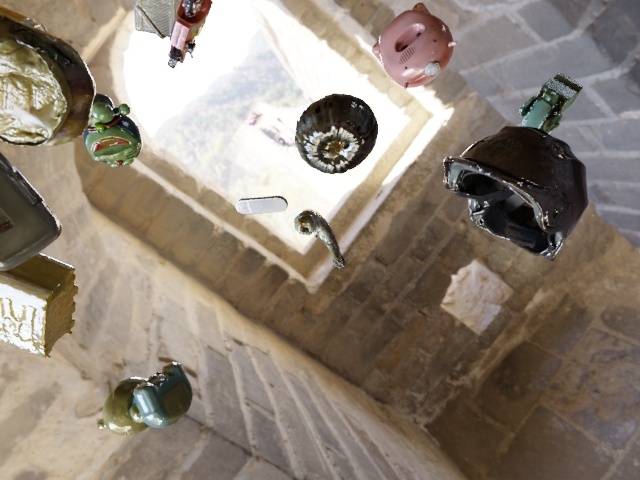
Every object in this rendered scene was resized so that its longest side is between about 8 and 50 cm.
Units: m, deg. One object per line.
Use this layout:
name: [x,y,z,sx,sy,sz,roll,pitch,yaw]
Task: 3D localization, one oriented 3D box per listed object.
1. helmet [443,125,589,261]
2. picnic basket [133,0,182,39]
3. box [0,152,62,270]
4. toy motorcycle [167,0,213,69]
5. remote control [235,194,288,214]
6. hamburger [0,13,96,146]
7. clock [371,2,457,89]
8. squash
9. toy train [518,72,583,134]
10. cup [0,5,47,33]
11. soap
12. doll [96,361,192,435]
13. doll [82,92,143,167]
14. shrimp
helmet: [0.371,-0.109,0.849,0.177,0.305,0.225,-48,46,-2]
picnic basket: [-0.550,-0.850,1.619,0.165,0.139,0.266,-86,8,-49]
box: [-0.595,-0.056,0.859,0.148,0.210,0.129,-41,18,-23]
toy motorcycle: [-0.416,-0.681,1.484,0.298,0.089,0.171,-46,27,48]
remote control: [-0.255,-0.152,2.019,0.245,0.077,0.022,-3,33,20]
hamburger: [-0.647,-0.337,1.019,0.265,0.285,0.134,-51,20,36]
clock: [0.295,-0.593,1.456,0.227,0.142,0.241,-39,49,21]
squash: [0.036,-0.237,1.056,0.193,0.193,0.156,-48,41,18]
toy train: [0.474,-0.250,1.022,0.132,0.083,0.200,-37,-21,-26]
cup: [-0.859,-0.526,1.178,0.196,0.280,0.196,-165,90,-77]
soap: [-0.878,0.147,1.324,0.293,0.335,0.156,-60,6,37]
doll: [-0.508,0.468,1.353,0.261,0.161,0.177,-20,9,27]
doll: [-0.752,-0.391,1.669,0.321,0.199,0.186,91,166,-56]
shrimp: [0.000,0.000,1.101,0.049,0.166,0.161,-28,-1,18]
